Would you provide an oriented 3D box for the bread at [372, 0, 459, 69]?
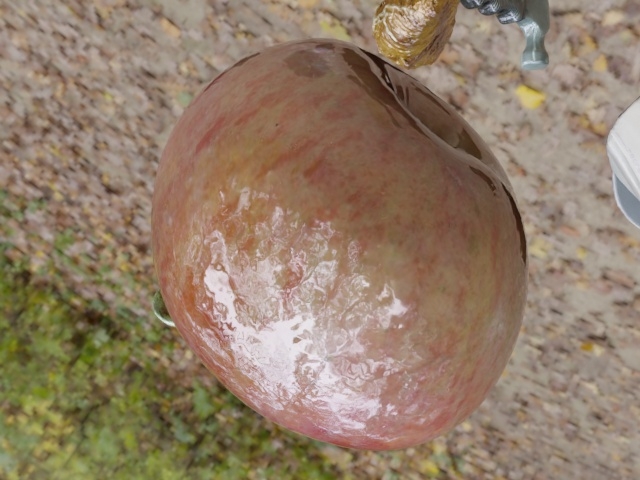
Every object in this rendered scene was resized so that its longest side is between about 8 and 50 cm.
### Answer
[{"bbox_3d":[0.105,-0.248,1.130,0.076,0.105,0.233,38,-178,8],"label":"bread"}]

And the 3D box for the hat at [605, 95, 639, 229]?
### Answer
[{"bbox_3d":[0.488,-0.078,1.231,0.275,0.232,0.161,48,-164,6],"label":"hat"}]

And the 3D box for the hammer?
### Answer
[{"bbox_3d":[0.223,-0.317,1.301,0.227,0.158,0.041,3,172,-42],"label":"hammer"}]

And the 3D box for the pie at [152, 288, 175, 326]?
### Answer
[{"bbox_3d":[-0.202,0.090,1.444,0.085,0.085,0.017,21,149,21],"label":"pie"}]

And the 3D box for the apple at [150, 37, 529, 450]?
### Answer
[{"bbox_3d":[0.025,-0.011,0.822,0.345,0.344,0.269,30,126,4],"label":"apple"}]
